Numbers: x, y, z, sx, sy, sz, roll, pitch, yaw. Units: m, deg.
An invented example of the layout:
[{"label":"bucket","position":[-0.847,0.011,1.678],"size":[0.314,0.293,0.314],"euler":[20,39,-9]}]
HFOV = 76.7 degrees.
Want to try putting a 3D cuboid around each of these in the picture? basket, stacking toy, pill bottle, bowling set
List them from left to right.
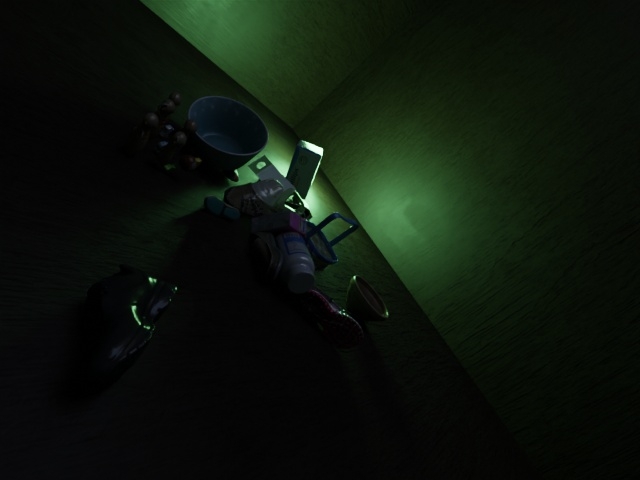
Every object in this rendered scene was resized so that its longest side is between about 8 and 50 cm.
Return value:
[{"label":"stacking toy","position":[-0.506,-0.310,1.351],"size":[0.167,0.052,0.221],"euler":[49,15,-4]},{"label":"bowling set","position":[-0.439,-0.327,1.244],"size":[0.200,0.154,0.287],"euler":[36,35,-25]},{"label":"pill bottle","position":[-0.090,0.076,1.380],"size":[0.124,0.124,0.221],"euler":[40,16,-35]},{"label":"basket","position":[0.000,0.000,1.597],"size":[0.201,0.289,0.255],"euler":[56,17,22]}]

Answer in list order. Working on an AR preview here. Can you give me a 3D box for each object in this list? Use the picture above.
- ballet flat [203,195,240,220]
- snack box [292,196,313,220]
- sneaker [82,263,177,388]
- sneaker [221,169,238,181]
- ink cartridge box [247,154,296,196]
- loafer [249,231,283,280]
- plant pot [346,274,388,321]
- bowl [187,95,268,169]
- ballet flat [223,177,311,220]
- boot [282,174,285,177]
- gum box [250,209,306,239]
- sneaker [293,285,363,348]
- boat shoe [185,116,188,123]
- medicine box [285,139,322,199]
[{"label":"ballet flat","position":[-0.342,-0.109,1.365],"size":[0.052,0.057,0.168],"euler":[26,-5,34]},{"label":"snack box","position":[-0.101,-0.186,2.258],"size":[0.100,0.037,0.141],"euler":[39,18,-39]},{"label":"sneaker","position":[-0.343,0.131,0.680],"size":[0.130,0.109,0.286],"euler":[38,8,-18]},{"label":"sneaker","position":[-0.392,-0.308,1.698],"size":[0.161,0.057,0.075],"euler":[55,0,23]},{"label":"ink cartridge box","position":[-0.241,-0.287,1.955],"size":[0.235,0.056,0.171],"euler":[45,36,-5]},{"label":"loafer","position":[-0.192,0.047,1.356],"size":[0.087,0.094,0.251],"euler":[14,21,-26]},{"label":"plant pot","position":[0.192,0.282,1.825],"size":[0.237,0.110,0.237],"euler":[46,14,-15]},{"label":"bowl","position":[-0.377,-0.400,1.597],"size":[0.311,0.163,0.311],"euler":[16,51,-20]},{"label":"ballet flat","position":[-0.186,-0.157,1.655],"size":[0.164,0.182,0.483],"euler":[58,17,26]},{"label":"boot","position":[-0.246,-0.330,2.106],"size":[0.106,0.082,0.219],"euler":[47,16,-20]},{"label":"gum box","position":[-0.159,-0.050,1.491],"size":[0.107,0.188,0.062],"euler":[31,56,-55]},{"label":"sneaker","position":[0.037,0.257,1.413],"size":[0.299,0.121,0.112],"euler":[46,13,-13]},{"label":"boat shoe","position":[-0.479,-0.431,1.714],"size":[0.226,0.083,0.076],"euler":[37,37,-21]},{"label":"medicine box","position":[-0.101,-0.403,2.284],"size":[0.149,0.263,0.289],"euler":[20,20,-6]}]
